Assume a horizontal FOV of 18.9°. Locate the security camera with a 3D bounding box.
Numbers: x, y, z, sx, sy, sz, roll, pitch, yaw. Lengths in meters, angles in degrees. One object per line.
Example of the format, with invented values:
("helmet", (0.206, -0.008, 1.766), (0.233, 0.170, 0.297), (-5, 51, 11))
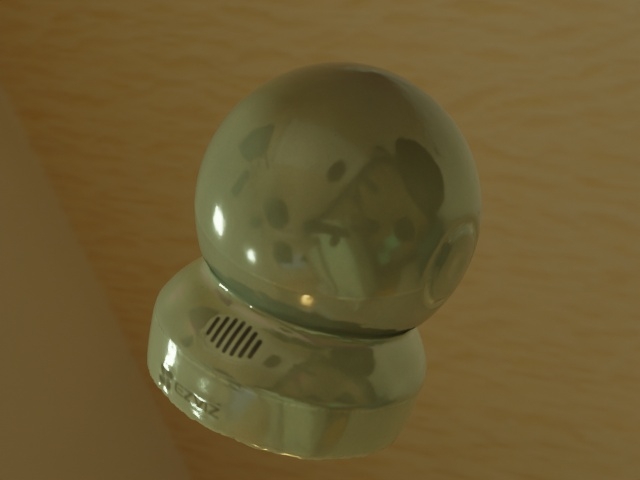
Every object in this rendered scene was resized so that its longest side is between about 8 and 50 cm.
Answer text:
("security camera", (0.000, 0.000, 1.247), (0.194, 0.194, 0.236), (-9, -58, -48))
